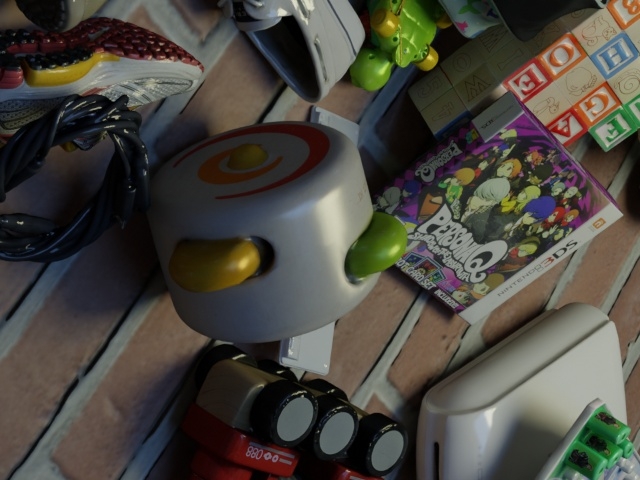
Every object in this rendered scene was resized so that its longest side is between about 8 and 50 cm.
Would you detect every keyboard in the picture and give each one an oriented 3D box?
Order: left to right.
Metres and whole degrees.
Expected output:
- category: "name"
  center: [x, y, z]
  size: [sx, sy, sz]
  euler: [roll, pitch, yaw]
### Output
- category: "keyboard"
  center: [0.000, 0.000, 1.467]
  size: [0.072, 0.014, 0.256]
  euler: [22, 72, -53]

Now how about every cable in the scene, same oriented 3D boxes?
- category: "cable"
  center: [-0.206, -0.051, 1.182]
  size: [0.151, 0.047, 0.184]
  euler: [-18, 152, -14]

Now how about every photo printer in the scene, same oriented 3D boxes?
- category: "photo printer"
  center: [0.228, 0.241, 1.717]
  size: [0.308, 0.107, 0.256]
  euler: [-27, 117, -41]

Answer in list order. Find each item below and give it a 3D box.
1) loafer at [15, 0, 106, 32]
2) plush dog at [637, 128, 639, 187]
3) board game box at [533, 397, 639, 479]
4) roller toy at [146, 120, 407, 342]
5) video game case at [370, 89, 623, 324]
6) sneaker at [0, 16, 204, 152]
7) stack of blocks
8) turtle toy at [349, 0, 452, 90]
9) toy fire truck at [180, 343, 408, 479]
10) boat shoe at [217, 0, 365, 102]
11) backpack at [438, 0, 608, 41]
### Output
- category: "loafer"
  center: [-0.207, -0.298, 1.154]
  size: [0.092, 0.102, 0.268]
  euler: [-29, 123, -44]
- category: "plush dog"
  center: [0.481, -0.159, 1.835]
  size: [0.262, 0.211, 0.225]
  euler: [56, 23, -67]
- category: "board game box"
  center: [0.255, 0.400, 1.689]
  size: [0.390, 0.050, 0.390]
  euler: [-53, 149, -7]
- category: "roller toy"
  center: [-0.052, -0.015, 1.305]
  size: [0.209, 0.191, 0.146]
  euler: [-24, 118, -19]
- category: "video game case"
  center: [0.176, -0.027, 1.569]
  size: [0.210, 0.041, 0.232]
  euler: [-37, 136, 14]
- category: "sneaker"
  center: [-0.191, -0.125, 1.228]
  size: [0.225, 0.088, 0.092]
  euler: [-14, 128, -45]
- category: "stack of blocks"
  center: [0.262, -0.175, 1.564]
  size: [0.297, 0.087, 0.171]
  euler: [-37, 132, 11]
- category: "turtle toy"
  center: [0.071, -0.207, 1.488]
  size: [0.095, 0.066, 0.130]
  euler: [34, 73, -43]
- category: "toy fire truck"
  center: [-0.045, 0.253, 1.415]
  size: [0.217, 0.158, 0.246]
  euler: [26, 91, -47]
- category: "boat shoe"
  center: [-0.052, -0.225, 1.339]
  size: [0.088, 0.096, 0.267]
  euler: [-64, 144, -22]
- category: "backpack"
  center: [0.176, -0.337, 1.464]
  size: [0.225, 0.191, 0.253]
  euler: [49, 38, -36]
